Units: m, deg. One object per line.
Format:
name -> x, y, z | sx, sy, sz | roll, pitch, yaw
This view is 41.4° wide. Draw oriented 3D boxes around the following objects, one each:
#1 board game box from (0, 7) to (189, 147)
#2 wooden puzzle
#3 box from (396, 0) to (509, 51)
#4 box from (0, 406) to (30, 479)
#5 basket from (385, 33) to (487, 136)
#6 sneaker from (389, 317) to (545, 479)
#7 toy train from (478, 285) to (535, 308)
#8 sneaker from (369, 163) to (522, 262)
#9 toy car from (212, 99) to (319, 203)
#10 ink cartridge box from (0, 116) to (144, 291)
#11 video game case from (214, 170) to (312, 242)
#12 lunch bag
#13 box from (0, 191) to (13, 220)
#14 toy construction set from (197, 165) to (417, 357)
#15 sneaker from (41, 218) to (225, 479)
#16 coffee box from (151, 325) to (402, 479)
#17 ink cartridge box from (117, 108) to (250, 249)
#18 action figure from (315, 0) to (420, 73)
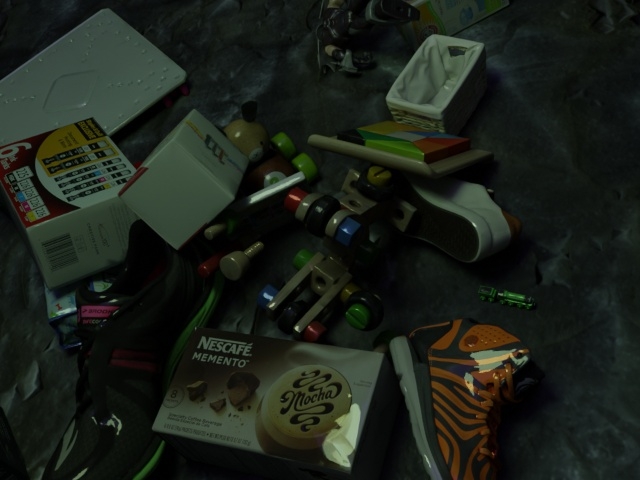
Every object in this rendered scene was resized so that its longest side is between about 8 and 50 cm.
board game box -> -0.518, -0.300, 1.793 | 0.390, 0.050, 0.390 | -39, 50, -11
wooden puzzle -> 0.132, -0.151, 1.336 | 0.221, 0.044, 0.239 | 18, 19, 31
box -> 0.234, -0.461, 1.583 | 0.203, 0.114, 0.103 | -28, 51, 0
box -> -0.540, 0.299, 1.275 | 0.093, 0.158, 0.156 | -36, 50, -8
basket -> 0.205, -0.254, 1.444 | 0.113, 0.103, 0.167 | 20, 64, 32
sneaker -> 0.208, 0.221, 1.068 | 0.180, 0.124, 0.321 | -21, 50, 7
toy train -> 0.267, 0.081, 1.217 | 0.083, 0.023, 0.017 | 10, 59, 28
sneaker -> 0.192, -0.053, 1.322 | 0.123, 0.105, 0.290 | -14, 35, -31
toy car -> -0.117, -0.150, 1.433 | 0.155, 0.188, 0.149 | -37, 50, -8
ink cartridge box -> -0.395, -0.086, 1.462 | 0.272, 0.130, 0.309 | -23, 38, -21
video game case -> -0.086, -0.048, 1.375 | 0.157, 0.143, 0.019 | -25, 70, 0
lunch bag -> -0.379, 0.093, 1.418 | 0.151, 0.096, 0.128 | -16, 44, -10
box -> -0.652, -0.137, 1.633 | 0.059, 0.183, 0.233 | -44, 52, -17
toy construction set -> 0.000, 0.000, 1.283 | 0.309, 0.257, 0.237 | 9, 31, 31
sneaker -> -0.304, 0.171, 1.238 | 0.185, 0.202, 0.482 | -12, 47, 32
coffee box -> -0.057, 0.232, 1.165 | 0.297, 0.119, 0.168 | 6, 58, 24
ink cartridge box -> -0.204, -0.098, 1.301 | 0.128, 0.127, 0.176 | -42, 15, 18
action figure -> 0.067, -0.409, 1.563 | 0.099, 0.285, 0.185 | -5, 87, -25
